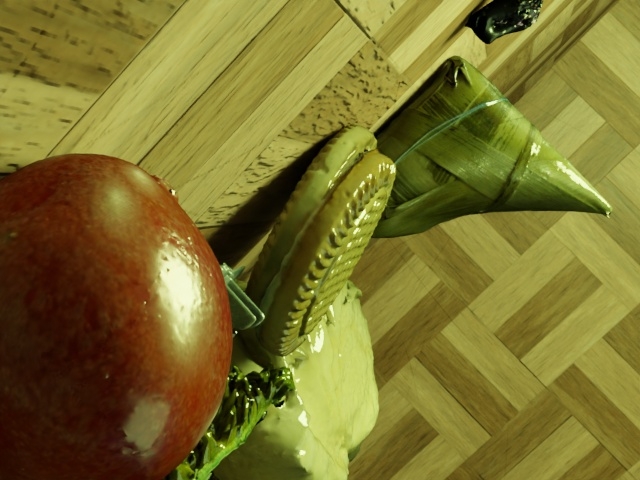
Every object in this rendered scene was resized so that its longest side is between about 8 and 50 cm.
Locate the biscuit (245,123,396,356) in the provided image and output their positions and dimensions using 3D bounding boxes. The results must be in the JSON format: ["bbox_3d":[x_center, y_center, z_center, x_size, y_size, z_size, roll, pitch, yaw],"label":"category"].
[{"bbox_3d":[0.000,0.000,0.956,0.259,0.079,0.259,-58,170,-16],"label":"biscuit"}]

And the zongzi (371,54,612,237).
[{"bbox_3d":[0.178,-0.051,1.114,0.251,0.274,0.125,-45,167,9],"label":"zongzi"}]

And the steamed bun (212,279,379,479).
[{"bbox_3d":[-0.061,0.192,1.167,0.230,0.325,0.372,-5,-158,19],"label":"steamed bun"}]

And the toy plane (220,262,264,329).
[{"bbox_3d":[-0.179,0.109,0.795,0.267,0.088,0.212,-36,173,4],"label":"toy plane"}]

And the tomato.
[{"bbox_3d":[-0.118,0.042,0.416,0.167,0.167,0.167,-43,174,-6],"label":"tomato"}]

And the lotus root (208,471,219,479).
[{"bbox_3d":[-0.288,0.360,1.180,0.397,0.195,0.179,-40,145,-35],"label":"lotus root"}]

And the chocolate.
[{"bbox_3d":[0.222,-0.271,0.957,0.147,0.072,0.070,-39,-139,47],"label":"chocolate"}]

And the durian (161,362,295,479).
[{"bbox_3d":[-0.182,0.221,0.715,0.394,0.163,0.198,-34,138,-8],"label":"durian"}]
